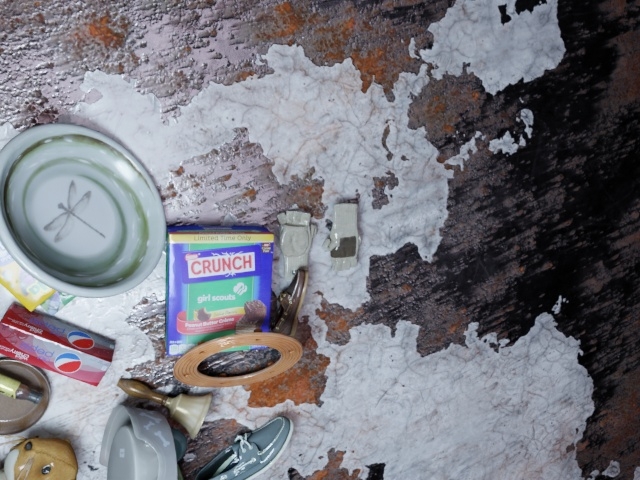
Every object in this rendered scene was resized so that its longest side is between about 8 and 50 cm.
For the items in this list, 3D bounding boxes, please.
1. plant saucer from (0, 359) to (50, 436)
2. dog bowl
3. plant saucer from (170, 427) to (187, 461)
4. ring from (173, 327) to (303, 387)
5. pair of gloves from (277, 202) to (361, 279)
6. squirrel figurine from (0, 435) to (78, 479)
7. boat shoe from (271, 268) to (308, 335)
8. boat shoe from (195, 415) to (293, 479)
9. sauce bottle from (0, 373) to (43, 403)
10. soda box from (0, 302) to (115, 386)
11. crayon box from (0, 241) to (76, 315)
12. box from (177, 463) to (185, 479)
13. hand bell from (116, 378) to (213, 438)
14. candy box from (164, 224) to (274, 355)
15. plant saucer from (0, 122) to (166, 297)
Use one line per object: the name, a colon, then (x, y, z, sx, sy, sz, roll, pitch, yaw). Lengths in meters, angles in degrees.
plant saucer: (-0.766, 0.378, 1.298, 0.199, 0.036, 0.198, -4, 103, -19)
dog bowl: (-0.452, 0.582, 1.306, 0.102, 0.349, 0.348, 9, 98, -35)
plant saucer: (-0.429, 0.580, 1.475, 0.119, 0.021, 0.119, -5, 103, -20)
ring: (-0.212, 0.309, 1.391, 0.337, 0.032, 0.336, -10, 147, -6)
pair of gloves: (0.000, 0.000, 1.506, 0.240, 0.042, 0.204, -10, 110, -13)
squirrel figurine: (-0.745, 0.649, 1.277, 0.370, 0.281, 0.397, -31, 125, -23)
boat shoe: (-0.086, 0.173, 1.483, 0.073, 0.073, 0.207, 13, 106, -9)
boat shoe: (-0.216, 0.608, 1.513, 0.319, 0.116, 0.099, -41, 116, -3)
sauce bottle: (-0.727, 0.353, 1.264, 0.128, 0.042, 0.042, 33, 88, -21)
soda box: (-0.640, 0.254, 1.283, 0.263, 0.092, 0.083, 29, 105, -23)
crayon box: (-0.665, 0.013, 1.234, 0.203, 0.083, 0.323, -41, 112, -9)
box: (-0.333, 0.772, 1.390, 0.058, 0.322, 0.232, -22, 108, -20)
hand bell: (-0.425, 0.424, 1.417, 0.242, 0.126, 0.126, 25, 91, -11)
candy box: (-0.266, 0.124, 1.387, 0.268, 0.122, 0.317, -1, 101, -22)
plant saucer: (-0.537, -0.058, 1.187, 0.400, 0.100, 0.400, 28, 52, -43)
